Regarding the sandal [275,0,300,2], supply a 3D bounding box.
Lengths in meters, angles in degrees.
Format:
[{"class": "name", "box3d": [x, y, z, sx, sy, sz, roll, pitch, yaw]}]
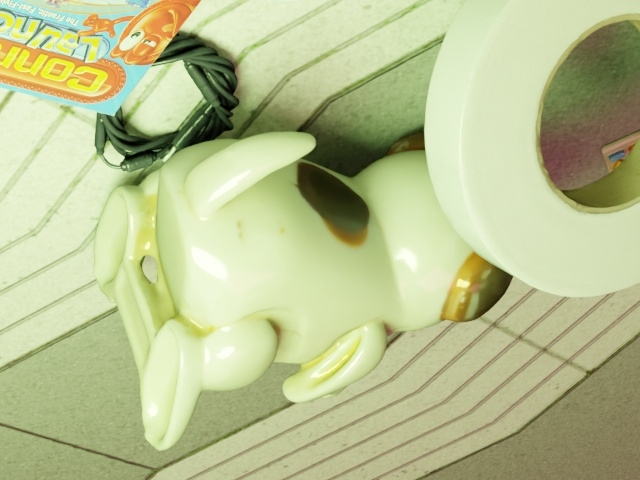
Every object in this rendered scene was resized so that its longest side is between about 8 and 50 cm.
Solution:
[{"class": "sandal", "box3d": [0.065, -0.289, 1.416, 0.265, 0.102, 0.076, -33, 140, 17]}]

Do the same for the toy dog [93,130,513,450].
[{"class": "toy dog", "box3d": [0.000, 0.000, 1.673, 0.408, 0.284, 0.395, -5, 134, -27]}]

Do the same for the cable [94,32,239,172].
[{"class": "cable", "box3d": [-0.153, -0.138, 1.574, 0.150, 0.047, 0.184, -6, 143, -17]}]

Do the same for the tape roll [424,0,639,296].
[{"class": "tape roll", "box3d": [0.286, -0.133, 1.585, 0.392, 0.072, 0.392, -11, 113, -27]}]

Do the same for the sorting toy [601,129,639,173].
[{"class": "sorting toy", "box3d": [0.386, -0.109, 1.890, 0.083, 0.012, 0.062, -24, 145, 9]}]

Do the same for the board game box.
[{"class": "board game box", "box3d": [-0.239, -0.264, 1.323, 0.308, 0.086, 0.302, 12, 135, -36]}]
